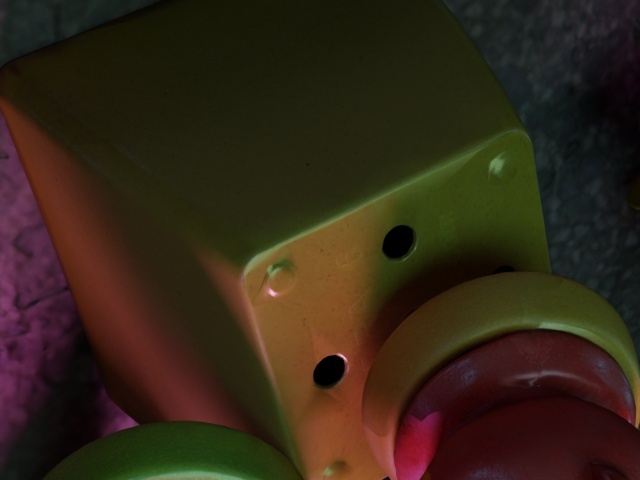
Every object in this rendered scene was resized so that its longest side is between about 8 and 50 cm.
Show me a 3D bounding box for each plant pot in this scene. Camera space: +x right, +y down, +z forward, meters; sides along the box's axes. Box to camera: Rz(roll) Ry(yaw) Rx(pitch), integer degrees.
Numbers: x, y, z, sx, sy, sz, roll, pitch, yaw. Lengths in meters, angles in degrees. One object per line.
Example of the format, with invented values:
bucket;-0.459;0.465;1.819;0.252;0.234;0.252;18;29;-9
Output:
plant pot;0.000;0.000;0.703;0.212;0.187;0.212;-26;125;-18

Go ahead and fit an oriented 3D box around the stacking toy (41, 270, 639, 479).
stacking toy;0.027;0.192;0.619;0.279;0.130;0.309;-14;123;-4

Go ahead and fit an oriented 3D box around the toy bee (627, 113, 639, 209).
toy bee;0.266;-0.089;0.837;0.162;0.195;0.298;-27;117;-47

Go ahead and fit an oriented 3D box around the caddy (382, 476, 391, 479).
caddy;0.125;0.255;0.851;0.341;0.179;0.241;16;93;-24
